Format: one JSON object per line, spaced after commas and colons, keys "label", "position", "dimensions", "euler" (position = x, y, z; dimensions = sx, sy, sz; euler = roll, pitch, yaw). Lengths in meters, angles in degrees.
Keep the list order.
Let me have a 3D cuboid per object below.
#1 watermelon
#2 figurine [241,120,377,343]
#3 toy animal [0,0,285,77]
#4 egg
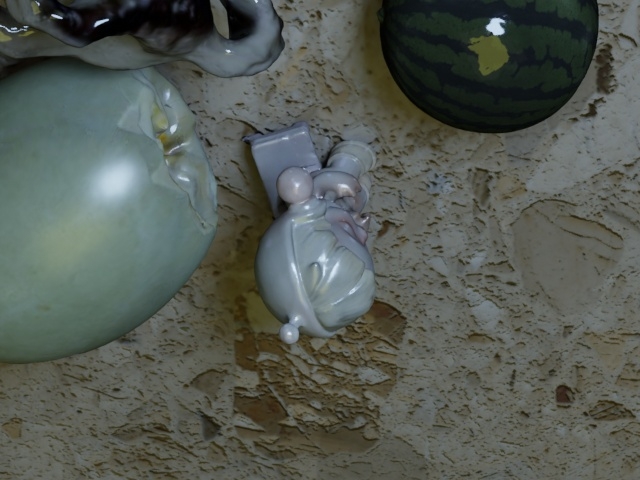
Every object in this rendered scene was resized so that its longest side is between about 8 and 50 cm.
{"label": "watermelon", "position": [0.159, -0.205, 1.676], "dimensions": [0.212, 0.212, 0.212], "euler": [-2, 124, -3]}
{"label": "figurine", "position": [-0.010, -0.003, 1.768], "dimensions": [0.144, 0.256, 0.182], "euler": [2, 126, -4]}
{"label": "toy animal", "position": [-0.170, -0.304, 1.555], "dimensions": [0.303, 0.344, 0.194], "euler": [4, 166, -33]}
{"label": "egg", "position": [-0.270, -0.023, 1.717], "dimensions": [0.336, 0.278, 0.278], "euler": [-28, 122, 15]}
